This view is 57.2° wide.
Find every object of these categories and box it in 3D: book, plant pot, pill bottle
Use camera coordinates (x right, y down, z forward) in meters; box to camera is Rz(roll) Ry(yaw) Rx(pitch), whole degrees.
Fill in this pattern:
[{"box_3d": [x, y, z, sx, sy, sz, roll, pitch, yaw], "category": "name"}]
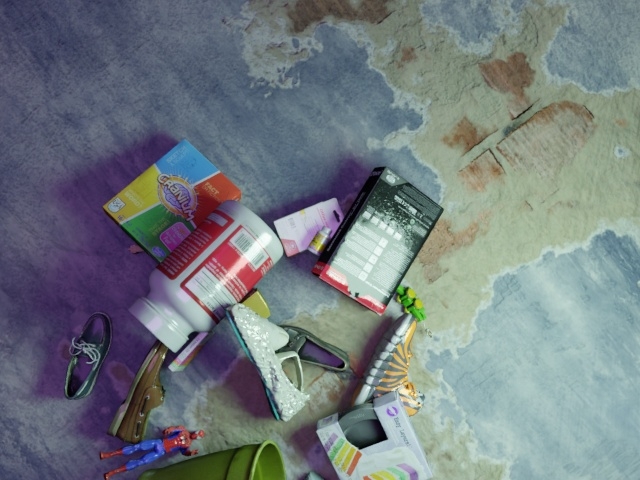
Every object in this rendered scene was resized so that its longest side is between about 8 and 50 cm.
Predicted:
[{"box_3d": [-0.368, 0.312, 1.680, 0.035, 0.096, 0.144, 43, 84, 5], "category": "book"}, {"box_3d": [-0.190, 0.198, 1.707, 0.081, 0.081, 0.083, -39, 96, -5], "category": "plant pot"}, {"box_3d": [-0.299, 0.718, 1.532, 0.353, 0.366, 0.366, -5, 83, 11], "category": "plant pot"}, {"box_3d": [0.000, 0.000, 1.683, 0.043, 0.043, 0.083, 32, 86, 3], "category": "pill bottle"}, {"box_3d": [-0.315, 0.100, 1.610, 0.229, 0.229, 0.407, 42, 74, 4], "category": "pill bottle"}]

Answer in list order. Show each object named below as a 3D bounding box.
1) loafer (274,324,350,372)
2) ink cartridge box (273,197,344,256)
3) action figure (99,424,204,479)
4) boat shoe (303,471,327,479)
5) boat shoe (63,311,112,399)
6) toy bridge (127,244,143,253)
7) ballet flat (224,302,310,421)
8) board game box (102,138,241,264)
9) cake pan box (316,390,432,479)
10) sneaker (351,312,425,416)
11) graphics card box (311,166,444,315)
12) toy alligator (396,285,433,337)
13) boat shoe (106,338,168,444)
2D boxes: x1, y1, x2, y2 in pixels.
[{"box_3d": [-0.040, 0.310, 1.690, 0.268, 0.084, 0.096, 19, 84, 1], "category": "loafer"}, {"box_3d": [-0.026, -0.039, 1.742, 0.198, 0.067, 0.115, -22, 86, -2], "category": "ink cartridge box"}, {"box_3d": [-0.444, 0.568, 1.598, 0.281, 0.139, 0.091, -11, 76, -30], "category": "action figure"}, {"box_3d": [0.061, 0.780, 1.623, 0.306, 0.113, 0.104, 36, 90, 6], "category": "boat shoe"}, {"box_3d": [-0.673, 0.330, 1.682, 0.095, 0.079, 0.254, 20, 83, 2], "category": "boat shoe"}, {"box_3d": [-0.473, 0.021, 1.731, 0.188, 0.063, 0.026, -4, 83, -2], "category": "toy bridge"}, {"box_3d": [-0.135, 0.316, 1.612, 0.147, 0.147, 0.408, -21, 117, -3], "category": "ballet flat"}, {"box_3d": [-0.426, -0.111, 1.709, 0.242, 0.064, 0.316, 42, 70, 4], "category": "board game box"}, {"box_3d": [0.147, 0.569, 1.619, 0.246, 0.070, 0.266, -23, 99, 6], "category": "cake pan box"}, {"box_3d": [0.234, 0.375, 1.681, 0.180, 0.124, 0.321, 28, 94, -2], "category": "sneaker"}, {"box_3d": [0.167, -0.001, 1.694, 0.233, 0.094, 0.370, 33, 85, -17], "category": "graphics card box"}, {"box_3d": [0.283, 0.197, 1.728, 0.051, 0.056, 0.189, -30, 83, -45], "category": "toy alligator"}, {"box_3d": [-0.489, 0.429, 1.666, 0.105, 0.110, 0.307, 26, 96, -6], "category": "boat shoe"}]
